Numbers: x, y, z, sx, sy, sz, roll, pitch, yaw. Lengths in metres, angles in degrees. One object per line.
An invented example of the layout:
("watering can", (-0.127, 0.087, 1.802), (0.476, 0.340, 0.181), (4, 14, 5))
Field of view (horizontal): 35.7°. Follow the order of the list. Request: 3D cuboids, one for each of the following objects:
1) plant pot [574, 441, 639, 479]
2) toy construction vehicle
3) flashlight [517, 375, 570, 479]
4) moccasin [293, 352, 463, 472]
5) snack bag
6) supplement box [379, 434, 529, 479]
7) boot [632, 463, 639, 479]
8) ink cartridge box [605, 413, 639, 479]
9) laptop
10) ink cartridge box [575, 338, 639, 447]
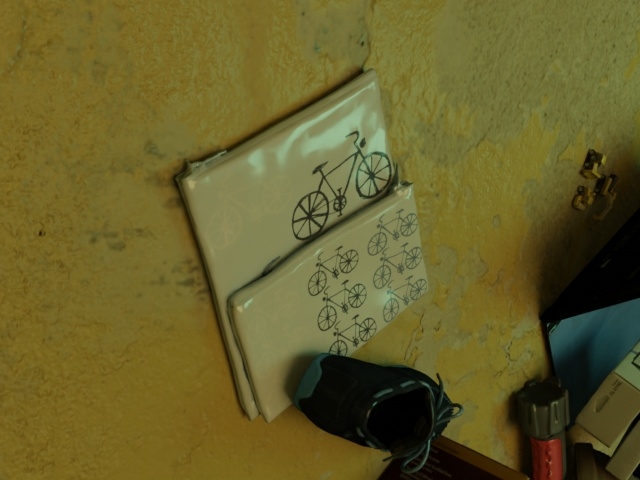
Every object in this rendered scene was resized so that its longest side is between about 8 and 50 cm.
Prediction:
("plant pot", (0.494, 0.468, 1.706), (0.237, 0.110, 0.237), (0, 90, -77))
("toy construction vehicle", (0.452, -0.087, 1.610), (0.086, 0.035, 0.098), (27, 83, -47))
("flashlight", (0.368, 0.384, 1.642), (0.103, 0.103, 0.304), (-11, 113, -5))
("moccasin", (0.091, 0.233, 1.268), (0.342, 0.117, 0.137), (17, 98, -55))
("snack bag", (0.000, 0.000, 1.176), (0.323, 0.037, 0.342), (-34, 125, -33))
("supplement box", (0.174, 0.397, 1.373), (0.194, 0.191, 0.129), (-47, 132, -24))
("boot", (0.664, 0.429, 1.956), (0.258, 0.095, 0.123), (-55, 142, -16))
("ink cartridge box", (0.581, 0.278, 1.682), (0.223, 0.045, 0.224), (-23, 145, -58))
("laptop", (0.573, 0.093, 1.660), (0.382, 0.408, 0.236), (-41, 96, -29))
("ink cartridge box", (0.510, 0.246, 1.645), (0.175, 0.072, 0.127), (-28, 150, -50))
